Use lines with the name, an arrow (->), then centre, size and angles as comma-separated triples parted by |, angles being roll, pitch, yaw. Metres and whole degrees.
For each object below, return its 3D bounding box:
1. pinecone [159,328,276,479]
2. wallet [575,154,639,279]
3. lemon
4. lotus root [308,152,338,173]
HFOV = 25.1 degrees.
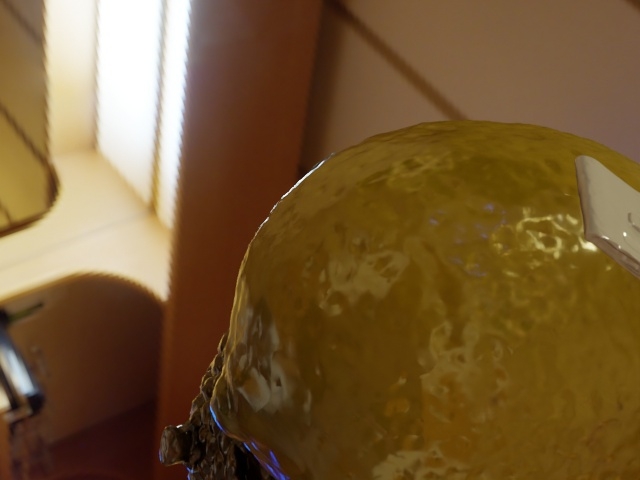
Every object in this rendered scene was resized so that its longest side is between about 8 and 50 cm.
pinecone -> 0.001, 0.168, 1.204 | 0.224, 0.272, 0.224 | 180, -90, -79
wallet -> 0.137, -0.010, 0.664 | 0.044, 0.083, 0.011 | 33, -64, -12
lemon -> 0.106, 0.068, 0.978 | 0.336, 0.336, 0.336 | 38, -41, 43
lotus root -> 0.000, 0.001, 1.310 | 0.088, 0.088, 0.165 | -23, -125, 61
